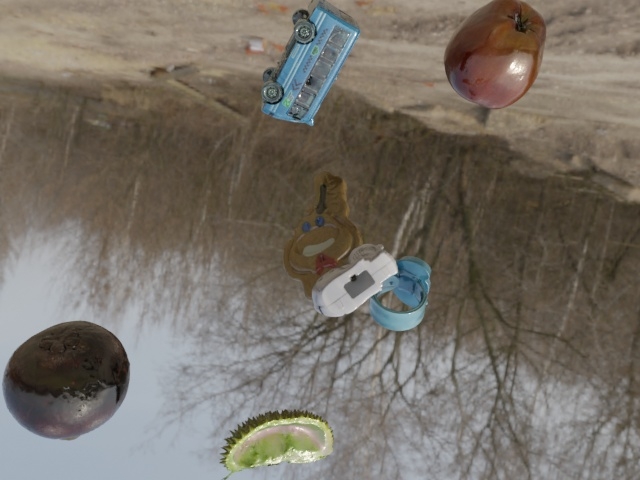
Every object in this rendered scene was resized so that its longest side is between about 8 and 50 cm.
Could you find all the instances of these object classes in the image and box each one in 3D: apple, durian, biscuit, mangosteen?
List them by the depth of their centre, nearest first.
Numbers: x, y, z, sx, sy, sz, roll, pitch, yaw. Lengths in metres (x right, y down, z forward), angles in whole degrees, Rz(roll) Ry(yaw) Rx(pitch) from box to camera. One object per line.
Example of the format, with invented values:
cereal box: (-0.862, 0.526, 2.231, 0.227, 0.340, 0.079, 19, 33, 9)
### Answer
apple: (0.383, -0.404, 1.460, 0.234, 0.234, 0.234, 9, -175, -1)
biscuit: (0.008, -0.003, 1.491, 0.183, 0.319, 0.047, 5, 167, 22)
mangosteen: (-0.605, 0.347, 1.612, 0.297, 0.293, 0.297, -8, -165, 2)
durian: (-0.125, 0.576, 1.930, 0.356, 0.169, 0.157, -7, 166, -21)

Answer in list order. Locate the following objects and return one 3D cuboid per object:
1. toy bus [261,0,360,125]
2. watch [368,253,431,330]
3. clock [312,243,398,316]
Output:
toy bus: (-0.026, -0.361, 1.363, 0.134, 0.246, 0.113, 23, -153, -17)
watch: (0.225, 0.161, 1.971, 0.211, 0.211, 0.193, 12, -133, 32)
clock: (0.058, 0.073, 1.281, 0.080, 0.176, 0.117, 53, -178, -13)
